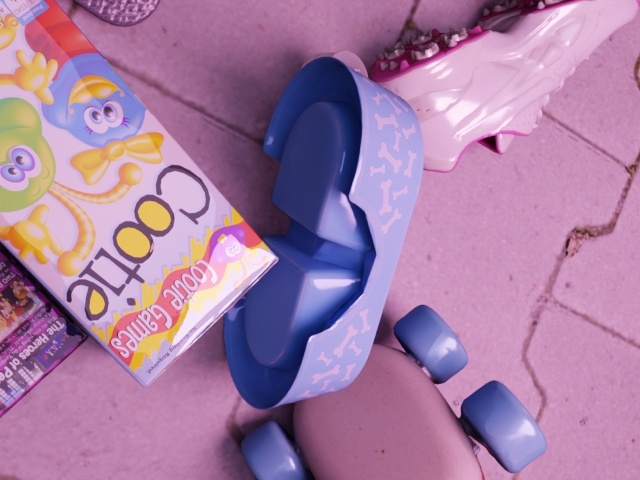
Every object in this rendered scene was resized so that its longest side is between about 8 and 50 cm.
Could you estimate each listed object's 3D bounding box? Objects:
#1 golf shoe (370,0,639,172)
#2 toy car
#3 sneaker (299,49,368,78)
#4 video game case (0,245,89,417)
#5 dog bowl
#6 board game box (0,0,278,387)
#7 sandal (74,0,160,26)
[{"bbox_3d":[0.199,-0.173,0.768,0.306,0.115,0.140,-24,111,-13],"label":"golf shoe"},{"bbox_3d":[0.088,0.229,0.711,0.219,0.210,0.238,-36,134,-4],"label":"toy car"},{"bbox_3d":[0.029,-0.115,0.723,0.054,0.061,0.152,-40,124,-24],"label":"sneaker"},{"bbox_3d":[-0.334,0.077,0.560,0.210,0.042,0.232,46,75,-3],"label":"video game case"},{"bbox_3d":[0.000,0.000,0.635,0.074,0.166,0.297,8,104,-30],"label":"dog bowl"},{"bbox_3d":[-0.189,-0.042,0.585,0.142,0.144,0.275,-44,107,-16],"label":"board game box"},{"bbox_3d":[-0.243,-0.269,0.603,0.097,0.054,0.254,-47,121,2],"label":"sandal"}]
